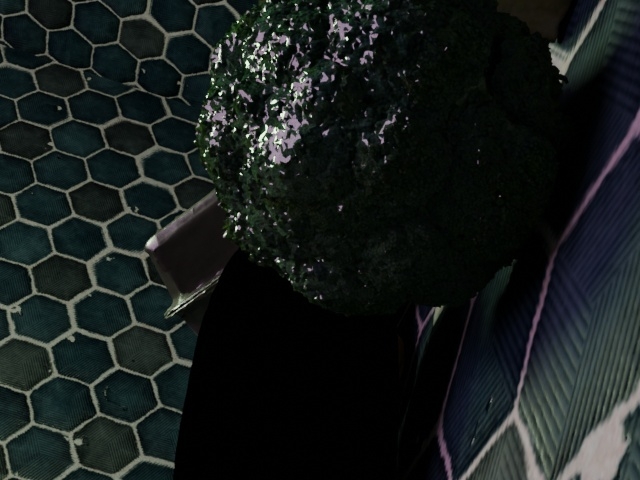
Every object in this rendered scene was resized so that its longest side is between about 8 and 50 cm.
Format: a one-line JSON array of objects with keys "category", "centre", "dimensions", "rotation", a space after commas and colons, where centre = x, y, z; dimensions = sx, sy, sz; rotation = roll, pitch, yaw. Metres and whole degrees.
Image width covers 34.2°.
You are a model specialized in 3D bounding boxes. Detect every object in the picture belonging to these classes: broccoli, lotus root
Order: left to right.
[{"category": "lotus root", "centre": [-0.029, 0.159, 0.818], "dimensions": [0.196, 0.179, 0.398], "rotation": [59, -145, -78]}, {"category": "broccoli", "centre": [0.049, -0.082, 0.700], "dimensions": [0.270, 0.270, 0.270], "rotation": [-24, -39, -52]}]

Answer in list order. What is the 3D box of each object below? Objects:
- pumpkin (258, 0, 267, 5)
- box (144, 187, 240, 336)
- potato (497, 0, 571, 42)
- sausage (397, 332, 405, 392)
[{"category": "pumpkin", "centre": [0.027, -0.239, 1.367], "dimensions": [0.328, 0.257, 0.292], "rotation": [106, 177, -52]}, {"category": "box", "centre": [-0.029, -0.011, 1.066], "dimensions": [0.290, 0.166, 0.220], "rotation": [-37, 6, 5]}, {"category": "potato", "centre": [0.095, -0.311, 0.745], "dimensions": [0.112, 0.255, 0.270], "rotation": [-86, 15, -70]}, {"category": "sausage", "centre": [0.009, 0.140, 1.069], "dimensions": [0.134, 0.116, 0.354], "rotation": [-65, 5, -15]}]
